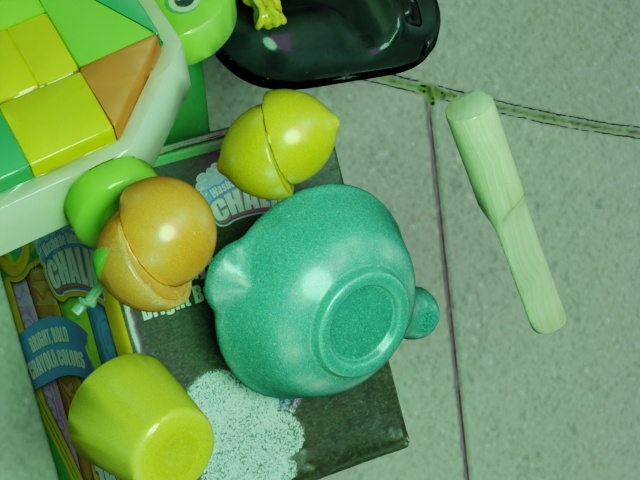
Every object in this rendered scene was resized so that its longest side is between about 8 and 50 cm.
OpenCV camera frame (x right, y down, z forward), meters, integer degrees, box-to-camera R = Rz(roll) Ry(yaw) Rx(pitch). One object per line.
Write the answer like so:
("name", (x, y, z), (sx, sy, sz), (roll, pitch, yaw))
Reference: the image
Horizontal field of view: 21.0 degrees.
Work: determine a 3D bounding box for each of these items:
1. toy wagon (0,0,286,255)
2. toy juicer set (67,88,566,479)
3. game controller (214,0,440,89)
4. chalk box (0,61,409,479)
("toy wagon", (-0.185, -0.101, 0.994), (0.344, 0.068, 0.267), (-26, 57, -11))
("toy juicer set", (0.000, 0.000, 0.991), (0.329, 0.089, 0.209), (-19, 120, -30))
("game controller", (-0.046, -0.235, 1.151), (0.166, 0.067, 0.319), (-16, 63, -23))
("chalk box", (-0.091, 0.018, 1.110), (0.180, 0.179, 0.289), (-16, 94, -31))
